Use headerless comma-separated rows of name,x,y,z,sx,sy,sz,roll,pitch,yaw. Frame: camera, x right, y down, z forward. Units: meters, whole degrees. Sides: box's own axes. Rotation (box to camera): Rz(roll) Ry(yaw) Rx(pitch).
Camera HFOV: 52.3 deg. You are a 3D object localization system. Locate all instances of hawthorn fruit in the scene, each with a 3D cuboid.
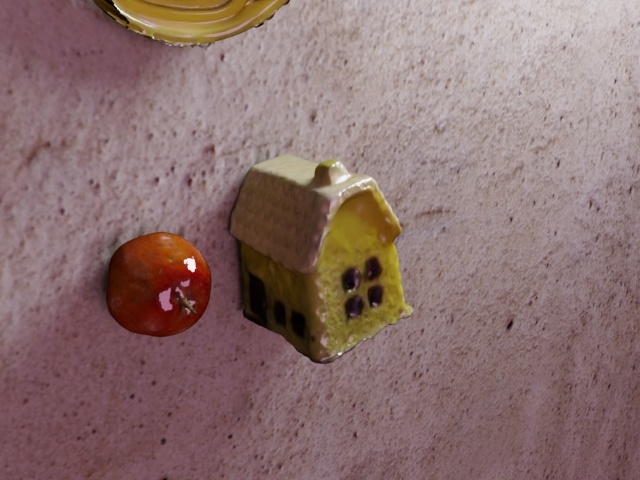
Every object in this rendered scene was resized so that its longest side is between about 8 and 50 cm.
hawthorn fruit,-0.179,0.058,0.757,0.125,0.140,0.125,-54,164,-23

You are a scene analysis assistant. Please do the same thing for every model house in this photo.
model house,0.000,0.000,0.826,0.174,0.193,0.234,-17,116,-32

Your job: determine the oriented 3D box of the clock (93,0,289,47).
clock,-0.122,-0.339,0.634,0.277,0.071,0.293,1,127,-36
